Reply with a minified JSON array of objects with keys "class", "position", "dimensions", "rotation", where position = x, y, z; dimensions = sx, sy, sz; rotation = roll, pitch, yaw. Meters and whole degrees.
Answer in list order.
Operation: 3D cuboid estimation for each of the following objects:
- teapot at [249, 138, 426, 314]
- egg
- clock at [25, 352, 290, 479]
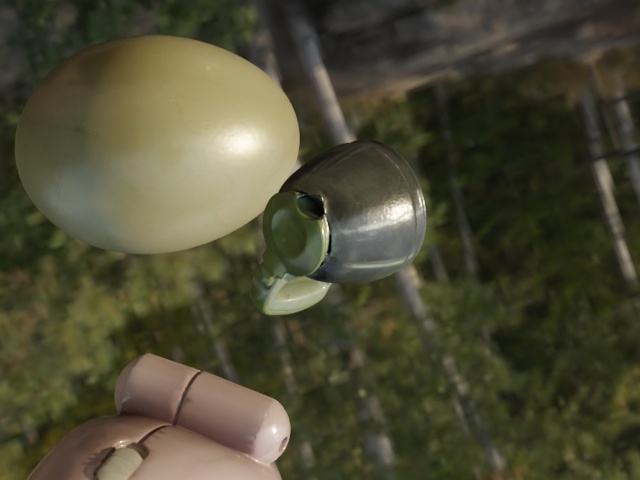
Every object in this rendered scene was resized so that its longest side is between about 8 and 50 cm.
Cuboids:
[{"class":"teapot","position":[0.006,0.002,0.997],"dimensions":[0.091,0.124,0.092],"rotation":[-18,-149,-42]},{"class":"egg","position":[-0.136,-0.082,1.309],"dimensions":[0.242,0.186,0.186],"rotation":[-5,-179,-11]},{"class":"clock","position":[-0.167,0.292,1.197],"dimensions":[0.184,0.342,0.326],"rotation":[17,-148,20]}]
